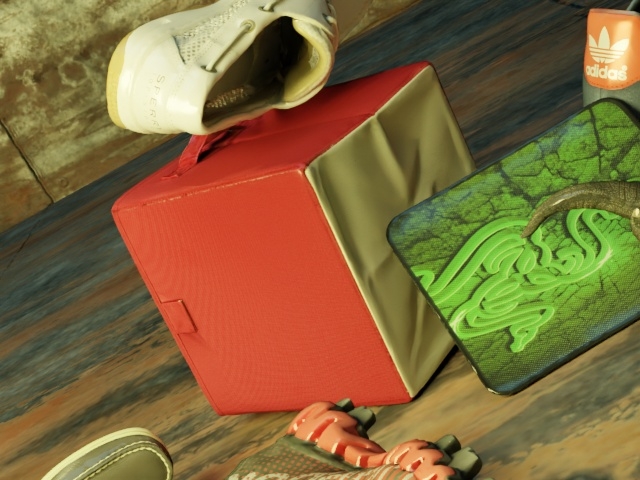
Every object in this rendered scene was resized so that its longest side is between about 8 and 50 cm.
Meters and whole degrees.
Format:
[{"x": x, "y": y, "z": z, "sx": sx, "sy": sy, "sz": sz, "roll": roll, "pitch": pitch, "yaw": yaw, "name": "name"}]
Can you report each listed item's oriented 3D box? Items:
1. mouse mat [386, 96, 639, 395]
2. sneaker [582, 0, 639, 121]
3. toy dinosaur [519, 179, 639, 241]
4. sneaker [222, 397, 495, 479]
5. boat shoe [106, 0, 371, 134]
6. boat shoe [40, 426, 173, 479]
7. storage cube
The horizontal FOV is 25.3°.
[{"x": 0.155, "y": -0.001, "z": 0.934, "sx": 0.189, "sy": 0.152, "sz": 0.007, "roll": -31, "pitch": -30, "yaw": -4, "name": "mouse mat"}, {"x": 0.324, "y": -0.175, "z": 1.069, "sx": 0.350, "sy": 0.148, "sz": 0.131, "roll": -33, "pitch": 31, "yaw": -34, "name": "sneaker"}, {"x": 0.278, "y": -0.029, "z": 0.850, "sx": 0.313, "sy": 0.121, "sz": 0.160, "roll": -27, "pitch": 1, "yaw": 32, "name": "toy dinosaur"}, {"x": 0.013, "y": 0.154, "z": 0.692, "sx": 0.135, "sy": 0.097, "sz": 0.276, "roll": -33, "pitch": 11, "yaw": -16, "name": "sneaker"}, {"x": -0.029, "y": -0.138, "z": 1.029, "sx": 0.096, "sy": 0.098, "sz": 0.277, "roll": 22, "pitch": 41, "yaw": 28, "name": "boat shoe"}, {"x": -0.178, "y": 0.213, "z": 0.931, "sx": 0.223, "sy": 0.080, "sz": 0.073, "roll": -39, "pitch": 21, "yaw": -16, "name": "boat shoe"}, {"x": 0.000, "y": 0.000, "z": 1.059, "sx": 0.193, "sy": 0.215, "sz": 0.183, "roll": -9, "pitch": 22, "yaw": 41, "name": "storage cube"}]
